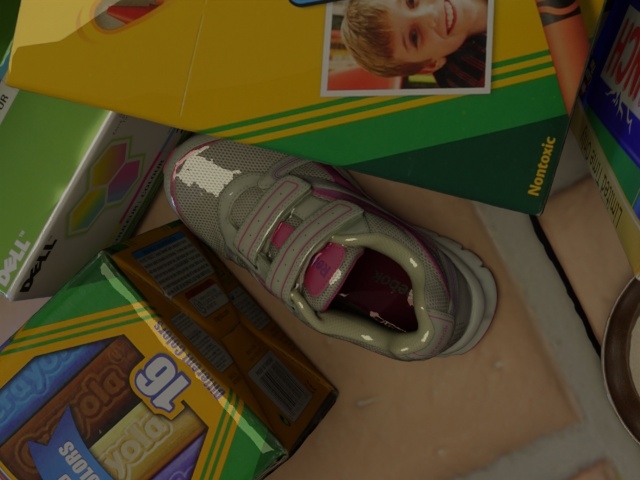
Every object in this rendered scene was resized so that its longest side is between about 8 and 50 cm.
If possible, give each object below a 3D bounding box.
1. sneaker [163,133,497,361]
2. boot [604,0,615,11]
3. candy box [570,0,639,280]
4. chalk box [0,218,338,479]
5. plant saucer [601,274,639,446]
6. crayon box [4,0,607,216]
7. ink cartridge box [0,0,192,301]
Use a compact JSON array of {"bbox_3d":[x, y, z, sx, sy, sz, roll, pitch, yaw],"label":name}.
[{"bbox_3d":[0.000,0.000,1.075,0.252,0.111,0.103,27,102,10],"label":"sneaker"},{"bbox_3d":[0.181,-0.355,0.968,0.367,0.146,0.445,4,102,0],"label":"boot"},{"bbox_3d":[0.264,-0.148,0.877,0.122,0.268,0.317,17,112,-8],"label":"candy box"},{"bbox_3d":[-0.163,0.150,1.094,0.289,0.180,0.179,-41,89,14],"label":"chalk box"},{"bbox_3d":[0.274,0.078,1.059,0.169,0.029,0.168,2,98,14],"label":"plant saucer"},{"bbox_3d":[0.018,-0.228,0.882,0.313,0.106,0.362,13,105,-5],"label":"crayon box"},{"bbox_3d":[-0.196,-0.059,1.037,0.097,0.255,0.188,35,102,15],"label":"ink cartridge box"}]
